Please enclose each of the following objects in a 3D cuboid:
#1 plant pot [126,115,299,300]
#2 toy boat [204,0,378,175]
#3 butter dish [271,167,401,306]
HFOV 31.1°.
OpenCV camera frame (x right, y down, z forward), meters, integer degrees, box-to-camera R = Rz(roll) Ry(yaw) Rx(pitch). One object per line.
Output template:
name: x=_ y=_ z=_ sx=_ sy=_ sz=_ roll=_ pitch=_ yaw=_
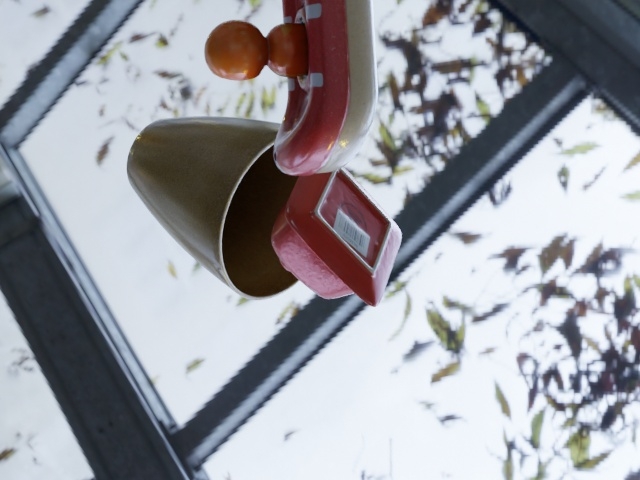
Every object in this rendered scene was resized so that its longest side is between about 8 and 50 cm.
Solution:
plant pot: x=-0.139 y=-0.073 z=1.571 sx=0.254 sy=0.237 sz=0.237 roll=24 pitch=-118 yaw=35
toy boat: x=-0.033 y=-0.175 z=1.072 sx=0.151 sy=0.151 sz=0.231 roll=-5 pitch=-85 yaw=-12
butter dish: x=0.000 y=0.000 z=1.345 sx=0.118 sy=0.160 sz=0.160 roll=-31 pitch=-158 yaw=34
